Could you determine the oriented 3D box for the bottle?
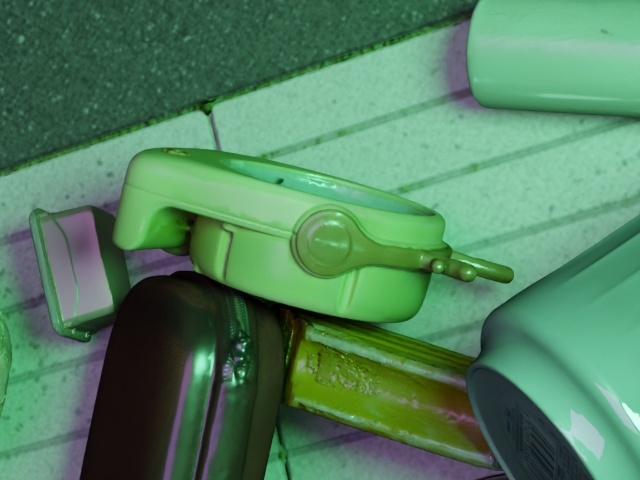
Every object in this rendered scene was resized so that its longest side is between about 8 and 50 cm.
[{"bbox_3d":[0.249,-0.152,1.578,0.245,0.104,0.104,6,87,24],"label":"bottle"}]

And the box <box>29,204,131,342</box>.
[{"bbox_3d":[-0.217,0.027,1.767,0.062,0.089,0.122,-16,79,9],"label":"box"}]

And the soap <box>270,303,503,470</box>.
[{"bbox_3d":[0.060,0.118,1.599,0.258,0.160,0.080,15,92,25],"label":"soap"}]

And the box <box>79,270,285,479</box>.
[{"bbox_3d":[-0.133,0.224,1.637,0.108,0.263,0.403,12,91,-21],"label":"box"}]

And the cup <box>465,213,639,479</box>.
[{"bbox_3d":[0.308,0.090,1.361,0.327,0.323,0.236,-33,112,-15],"label":"cup"}]

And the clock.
[{"bbox_3d":[0.000,0.000,1.600,0.308,0.235,0.096,16,96,21],"label":"clock"}]

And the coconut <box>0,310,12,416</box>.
[{"bbox_3d":[-0.409,0.113,1.770,0.230,0.227,0.227,22,93,43],"label":"coconut"}]
